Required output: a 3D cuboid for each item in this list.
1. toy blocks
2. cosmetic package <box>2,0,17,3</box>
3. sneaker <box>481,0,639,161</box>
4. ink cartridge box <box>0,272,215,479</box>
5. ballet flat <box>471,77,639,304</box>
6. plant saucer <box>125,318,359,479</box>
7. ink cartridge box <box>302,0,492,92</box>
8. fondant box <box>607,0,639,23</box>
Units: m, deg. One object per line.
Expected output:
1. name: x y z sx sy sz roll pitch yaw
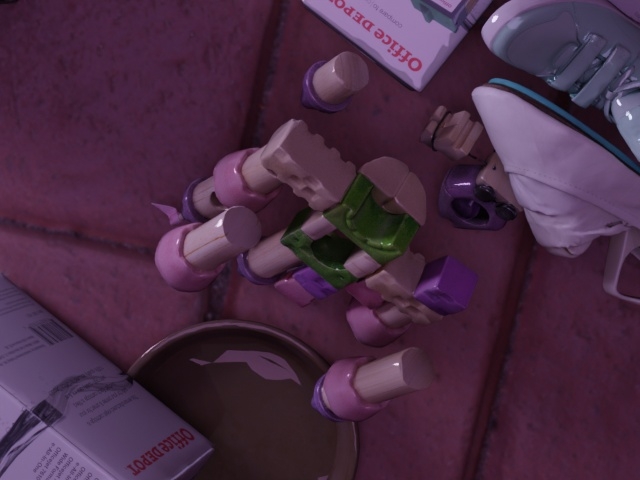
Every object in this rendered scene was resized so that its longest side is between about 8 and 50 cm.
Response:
1. toy blocks: 0.000 0.000 1.553 0.288 0.260 0.309 39 58 -15
2. cosmetic package: -0.379 -0.285 1.485 0.127 0.238 0.107 1 99 0
3. sneaker: 0.279 -0.148 1.438 0.256 0.151 0.094 12 136 -27
4. ink cartridge box: -0.287 0.186 1.530 0.307 0.223 0.129 37 103 7
5. ballet flat: 0.301 -0.016 1.522 0.400 0.139 0.139 29 98 -21
6. plant saucer: -0.096 0.220 1.653 0.278 0.041 0.278 0 98 0
7. ink cartridge box: 0.105 -0.282 1.549 0.160 0.092 0.219 37 97 -3
8. fondant box: 0.352 -0.374 1.469 0.330 0.096 0.238 -50 133 6
